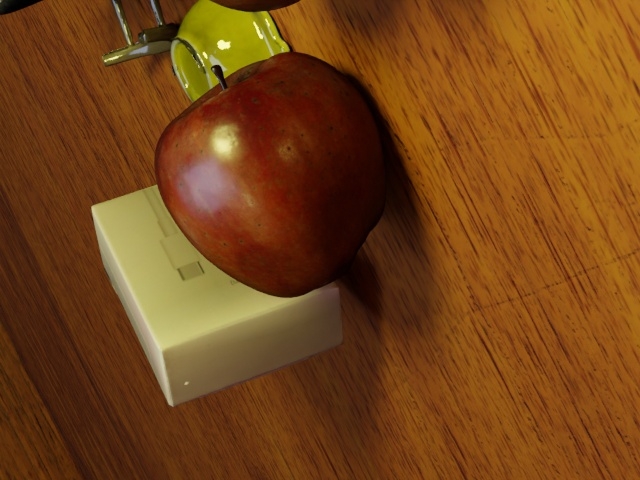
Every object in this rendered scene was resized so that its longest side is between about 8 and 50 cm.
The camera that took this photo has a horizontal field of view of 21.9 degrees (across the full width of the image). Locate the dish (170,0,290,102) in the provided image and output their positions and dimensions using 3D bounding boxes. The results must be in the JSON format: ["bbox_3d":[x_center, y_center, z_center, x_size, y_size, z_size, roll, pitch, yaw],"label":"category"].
[{"bbox_3d":[-0.105,-0.188,1.749,0.207,0.080,0.149,9,124,66],"label":"dish"}]

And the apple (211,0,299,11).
[{"bbox_3d":[-0.053,-0.284,1.389,0.181,0.181,0.168,67,171,-10],"label":"apple"}]

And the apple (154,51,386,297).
[{"bbox_3d":[-0.045,-0.067,1.571,0.234,0.234,0.234,48,154,33],"label":"apple"}]

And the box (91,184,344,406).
[{"bbox_3d":[-0.115,0.039,1.804,0.106,0.203,0.252,86,160,-45],"label":"box"}]

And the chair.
[{"bbox_3d":[-0.291,-0.316,1.898,0.272,0.166,0.188,65,158,-6],"label":"chair"}]
